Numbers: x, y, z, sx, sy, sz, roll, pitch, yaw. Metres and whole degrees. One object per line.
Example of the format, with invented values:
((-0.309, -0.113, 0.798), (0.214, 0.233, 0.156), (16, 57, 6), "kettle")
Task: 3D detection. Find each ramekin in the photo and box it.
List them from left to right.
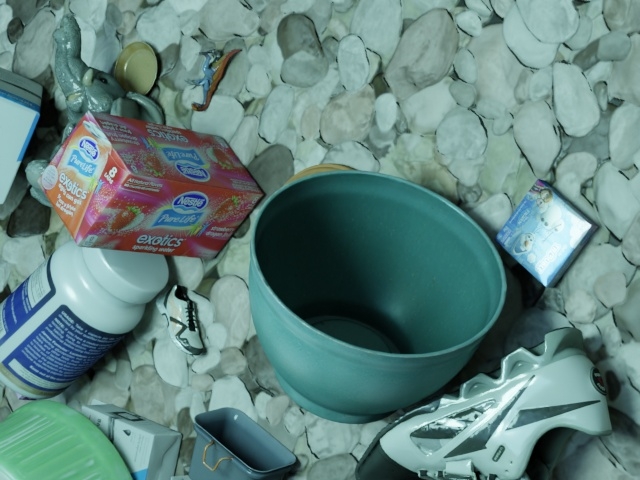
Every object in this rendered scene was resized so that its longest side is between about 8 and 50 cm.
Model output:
((-0.394, 0.384, 1.991), (0.303, 0.148, 0.303), (15, 114, 37), "ramekin")

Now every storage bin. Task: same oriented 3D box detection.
((-0.113, 0.294, 1.885), (0.135, 0.098, 0.091), (33, 116, 34), "storage bin")

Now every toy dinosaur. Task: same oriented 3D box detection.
((-0.152, -0.216, 1.983), (0.090, 0.047, 0.082), (1, 105, 26), "toy dinosaur")

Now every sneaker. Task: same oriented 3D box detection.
((-0.186, 0.107, 1.981), (0.044, 0.040, 0.109), (-42, 64, 24), "sneaker")
((0.180, 0.239, 1.647), (0.330, 0.122, 0.146), (-36, 64, 29), "sneaker")

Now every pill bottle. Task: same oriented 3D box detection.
((-0.339, 0.092, 2.021), (0.264, 0.153, 0.153), (-40, 64, 29), "pill bottle")

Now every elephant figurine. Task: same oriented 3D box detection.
((-0.304, -0.158, 2.029), (0.169, 0.186, 0.239), (11, 63, 3), "elephant figurine")

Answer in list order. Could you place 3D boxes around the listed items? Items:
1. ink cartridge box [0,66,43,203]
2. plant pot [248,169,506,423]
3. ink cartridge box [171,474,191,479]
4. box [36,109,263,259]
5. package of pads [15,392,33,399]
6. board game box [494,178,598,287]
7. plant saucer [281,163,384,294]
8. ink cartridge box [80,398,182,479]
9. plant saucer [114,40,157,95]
((-0.467, -0.157, 2.119), (0.203, 0.085, 0.148), (-114, 47, -71), "ink cartridge box")
((0.046, 0.087, 1.688), (0.293, 0.293, 0.196), (48, 141, 29), "plant pot")
((-0.190, 0.359, 1.957), (0.028, 0.048, 0.083), (-15, 77, 34), "ink cartridge box")
((-0.216, -0.067, 1.881), (0.128, 0.257, 0.123), (-50, 59, 22), "box")
((-0.436, 0.196, 2.152), (0.032, 0.050, 0.083), (-40, 64, 21), "package of pads")
((0.257, -0.008, 1.672), (0.090, 0.020, 0.090), (44, 111, 29), "board game box")
((0.000, 0.000, 1.853), (0.200, 0.037, 0.200), (-4, 84, 37), "plant saucer")
((-0.284, 0.292, 2.025), (0.180, 0.060, 0.104), (15, 96, 36), "ink cartridge box")
((-0.259, -0.241, 2.077), (0.083, 0.015, 0.083), (-3, 85, 37), "plant saucer")
